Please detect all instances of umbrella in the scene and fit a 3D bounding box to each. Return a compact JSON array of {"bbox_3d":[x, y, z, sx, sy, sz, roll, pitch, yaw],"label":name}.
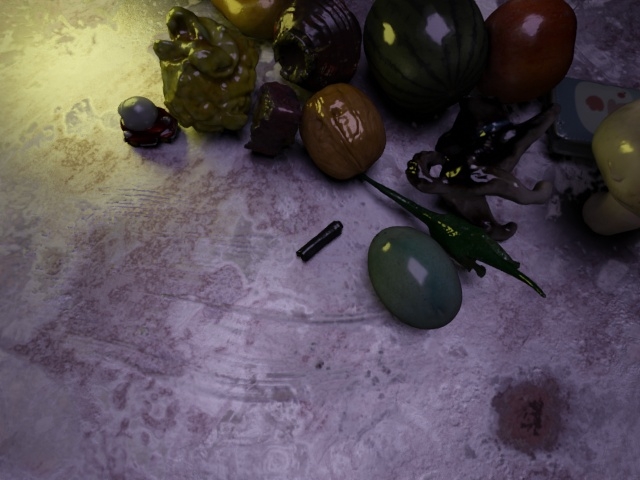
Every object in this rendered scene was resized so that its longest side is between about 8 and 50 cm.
[{"bbox_3d":[0.001,0.001,0.946,0.133,0.031,0.036,-40,103,-14],"label":"umbrella"}]

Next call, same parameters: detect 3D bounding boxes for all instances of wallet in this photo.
[{"bbox_3d":[0.763,-0.301,1.043,0.360,0.083,0.252,10,66,3],"label":"wallet"}]

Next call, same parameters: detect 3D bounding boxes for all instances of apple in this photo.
[{"bbox_3d":[0.505,-0.468,0.998,0.254,0.253,0.253,0,71,-1],"label":"apple"}]

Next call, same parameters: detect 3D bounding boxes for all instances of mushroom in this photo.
[{"bbox_3d":[0.715,-0.151,0.818,0.315,0.356,0.315,1,93,26],"label":"mushroom"}]

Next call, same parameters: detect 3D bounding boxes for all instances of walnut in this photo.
[{"bbox_3d":[0.049,-0.258,0.958,0.193,0.193,0.225,-17,74,-7],"label":"walnut"}]

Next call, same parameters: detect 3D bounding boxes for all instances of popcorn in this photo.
[{"bbox_3d":[-0.274,-0.395,0.976,0.242,0.235,0.250,8,83,-17],"label":"popcorn"}]

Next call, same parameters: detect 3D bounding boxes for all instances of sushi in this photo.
[{"bbox_3d":[-0.101,-0.302,0.945,0.107,0.241,0.161,11,75,-20],"label":"sushi"}]

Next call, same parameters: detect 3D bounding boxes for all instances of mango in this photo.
[{"bbox_3d":[-0.197,-0.657,1.117,0.262,0.130,0.167,41,80,18],"label":"mango"}]

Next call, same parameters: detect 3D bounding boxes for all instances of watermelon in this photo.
[{"bbox_3d":[0.246,-0.485,0.989,0.279,0.279,0.359,-21,66,-8],"label":"watermelon"}]

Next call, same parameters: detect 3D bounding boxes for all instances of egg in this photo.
[{"bbox_3d":[0.194,0.075,0.850,0.169,0.169,0.236,-32,77,-11],"label":"egg"}]

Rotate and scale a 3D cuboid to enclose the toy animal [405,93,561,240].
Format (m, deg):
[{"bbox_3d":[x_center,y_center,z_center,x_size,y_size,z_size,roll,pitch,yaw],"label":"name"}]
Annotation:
[{"bbox_3d":[0.368,-0.212,0.943,0.303,0.194,0.344,19,66,-1],"label":"toy animal"}]

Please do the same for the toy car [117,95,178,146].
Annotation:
[{"bbox_3d":[-0.433,-0.303,0.996,0.139,0.112,0.112,2,71,0],"label":"toy car"}]

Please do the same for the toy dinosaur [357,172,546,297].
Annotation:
[{"bbox_3d":[0.256,-0.038,0.850,0.301,0.447,0.087,38,93,-19],"label":"toy dinosaur"}]

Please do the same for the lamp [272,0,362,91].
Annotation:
[{"bbox_3d":[-0.013,-0.485,1.008,0.247,0.247,0.247,0,71,-1],"label":"lamp"}]

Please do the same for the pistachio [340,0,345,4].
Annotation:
[{"bbox_3d":[0.009,-0.663,1.124,0.124,0.124,0.185,-9,69,-5],"label":"pistachio"}]
